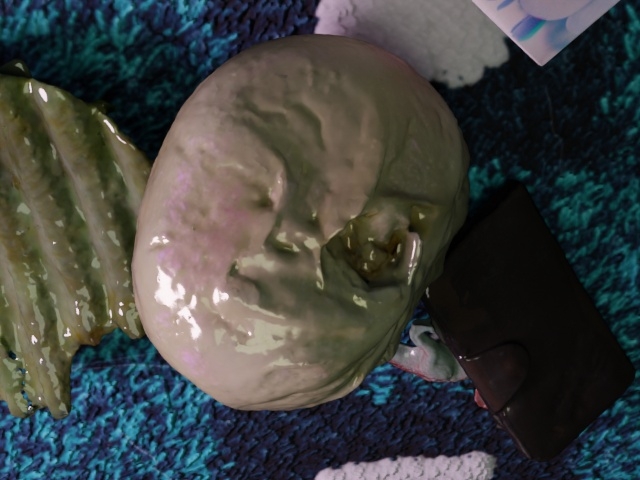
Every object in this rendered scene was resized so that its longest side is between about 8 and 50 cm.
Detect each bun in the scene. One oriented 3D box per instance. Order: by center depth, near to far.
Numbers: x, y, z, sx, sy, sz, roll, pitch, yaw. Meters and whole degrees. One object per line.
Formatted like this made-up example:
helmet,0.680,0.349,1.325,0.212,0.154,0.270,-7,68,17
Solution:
bun,0.000,0.000,1.492,0.361,0.213,0.361,-24,126,-38

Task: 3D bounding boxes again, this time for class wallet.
wallet,0.217,0.094,1.714,0.165,0.042,0.309,-44,125,-14

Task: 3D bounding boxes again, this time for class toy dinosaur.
toy dinosaur,0.118,0.122,1.747,0.242,0.053,0.167,-1,133,-17

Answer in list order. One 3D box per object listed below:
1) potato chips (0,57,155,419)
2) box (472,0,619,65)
potato chips,-0.323,-0.002,1.543,0.373,0.097,0.389,-30,121,25
box,0.172,-0.317,1.407,0.203,0.116,0.274,-39,121,20
